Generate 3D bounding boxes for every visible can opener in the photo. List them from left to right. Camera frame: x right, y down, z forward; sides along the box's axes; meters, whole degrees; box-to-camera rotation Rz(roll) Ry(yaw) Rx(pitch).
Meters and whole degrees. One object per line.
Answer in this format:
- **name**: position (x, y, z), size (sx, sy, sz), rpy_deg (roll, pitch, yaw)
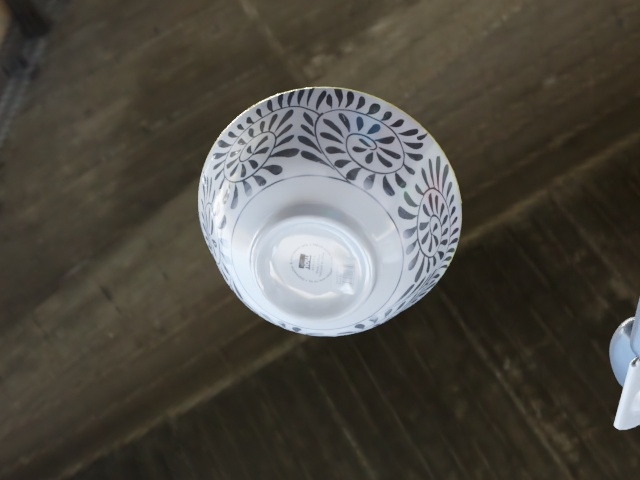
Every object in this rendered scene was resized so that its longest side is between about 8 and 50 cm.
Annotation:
- **can opener**: position (0.306, 0.073, 1.269), size (0.074, 0.280, 0.093), rpy_deg (-25, -126, -22)

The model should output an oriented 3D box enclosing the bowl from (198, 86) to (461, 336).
- **bowl**: position (0.000, 0.000, 0.851), size (0.170, 0.170, 0.080), rpy_deg (-11, -154, 15)
